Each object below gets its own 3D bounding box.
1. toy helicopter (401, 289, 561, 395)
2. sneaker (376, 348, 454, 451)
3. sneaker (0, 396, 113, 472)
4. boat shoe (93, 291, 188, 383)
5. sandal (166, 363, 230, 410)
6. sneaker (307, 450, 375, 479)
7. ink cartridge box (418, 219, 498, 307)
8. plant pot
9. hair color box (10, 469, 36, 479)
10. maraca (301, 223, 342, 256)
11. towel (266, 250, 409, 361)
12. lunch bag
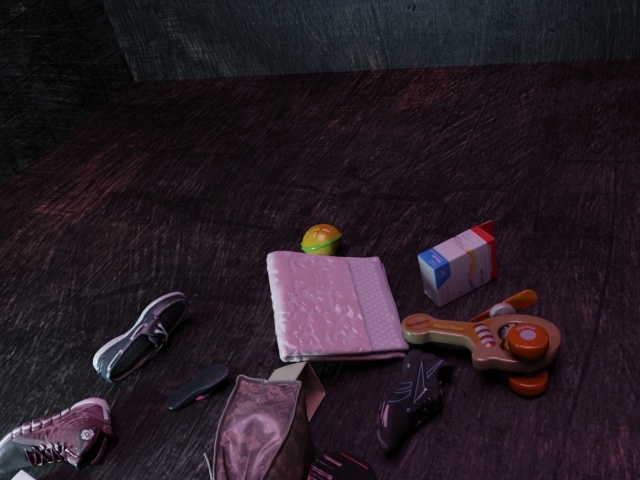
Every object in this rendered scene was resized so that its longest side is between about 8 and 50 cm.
[{"bbox_3d":[0.362,0.204,1.459,0.355,0.140,0.235,4,34,25],"label":"toy helicopter"},{"bbox_3d":[0.202,0.340,1.369,0.106,0.101,0.267,10,43,27],"label":"sneaker"},{"bbox_3d":[-0.613,0.486,1.479,0.281,0.106,0.162,-27,41,-17],"label":"sneaker"},{"bbox_3d":[-0.463,0.264,1.719,0.302,0.114,0.091,-46,43,-18],"label":"boat shoe"},{"bbox_3d":[-0.297,0.367,1.579,0.179,0.040,0.067,-33,31,1],"label":"sandal"},{"bbox_3d":[-0.007,0.518,1.204,0.116,0.136,0.314,27,28,23],"label":"sneaker"},{"bbox_3d":[0.376,0.057,1.649,0.231,0.134,0.078,-26,36,-12],"label":"ink cartridge box"},{"bbox_3d":[-0.070,0.348,1.462,0.096,0.109,0.109,-2,36,38],"label":"plant pot"},{"bbox_3d":[-0.634,0.583,1.397,0.167,0.053,0.093,12,45,35],"label":"hair color box"},{"bbox_3d":[0.000,0.000,1.905,0.127,0.099,0.185,-18,10,-7],"label":"maraca"},{"bbox_3d":[0.036,0.156,1.590,0.316,0.053,0.332,2,42,-14],"label":"towel"},{"bbox_3d":[-0.120,0.448,1.228,0.168,0.235,0.287,2,38,14],"label":"lunch bag"}]
